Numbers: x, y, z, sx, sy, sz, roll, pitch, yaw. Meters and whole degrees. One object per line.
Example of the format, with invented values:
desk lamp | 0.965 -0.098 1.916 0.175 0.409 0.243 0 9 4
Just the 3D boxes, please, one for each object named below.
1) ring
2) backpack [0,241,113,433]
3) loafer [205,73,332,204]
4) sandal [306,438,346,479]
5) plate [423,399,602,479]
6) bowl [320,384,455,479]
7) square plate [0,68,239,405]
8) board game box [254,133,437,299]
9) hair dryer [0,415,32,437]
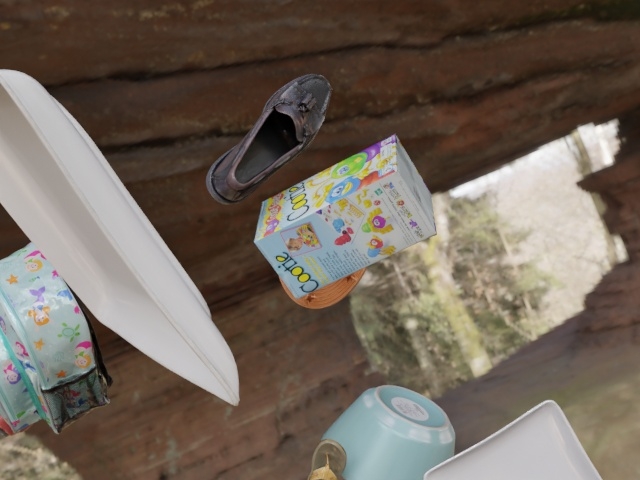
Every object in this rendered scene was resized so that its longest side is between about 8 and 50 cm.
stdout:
ring | 0.000 0.000 2.169 0.336 0.337 0.032 -23 -26 40
backpack | -0.424 0.138 1.295 0.191 0.225 0.253 -23 -38 -28
loafer | -0.069 -0.178 1.509 0.302 0.109 0.095 -49 15 -22
sandal | 0.003 0.490 1.810 0.049 0.072 0.180 -76 8 -72
plate | 0.368 0.462 1.607 0.278 0.277 0.045 -32 8 3
bowl | 0.173 0.435 1.947 0.163 0.311 0.311 -68 -16 15
square plate | -0.230 -0.022 0.823 0.049 0.344 0.347 -42 29 -22
board game box | 0.043 -0.040 1.524 0.275 0.144 0.142 -26 28 18
hair dryer | -0.529 0.217 1.447 0.293 0.224 0.080 -5 13 -36
